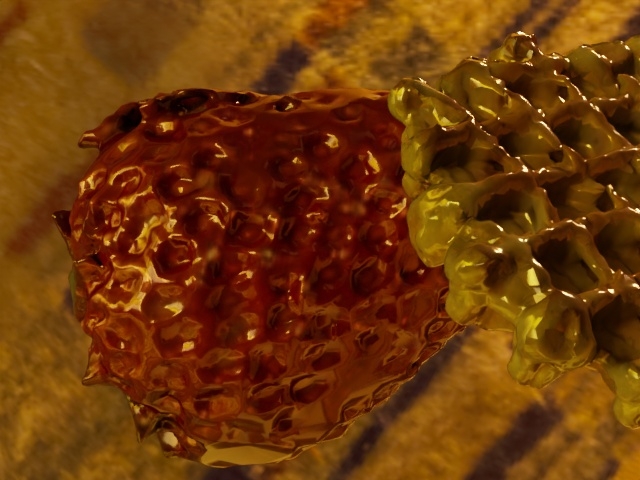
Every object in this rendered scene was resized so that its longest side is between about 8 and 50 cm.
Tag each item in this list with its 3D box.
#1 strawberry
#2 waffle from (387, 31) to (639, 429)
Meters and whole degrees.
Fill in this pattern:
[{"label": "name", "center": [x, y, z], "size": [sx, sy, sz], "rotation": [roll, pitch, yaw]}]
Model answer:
[{"label": "strawberry", "center": [0.000, 0.000, 0.767], "size": [0.244, 0.205, 0.205], "rotation": [-24, 111, 14]}, {"label": "waffle", "center": [0.112, -0.006, 0.493], "size": [0.191, 0.191, 0.038], "rotation": [-1, 136, -25]}]
